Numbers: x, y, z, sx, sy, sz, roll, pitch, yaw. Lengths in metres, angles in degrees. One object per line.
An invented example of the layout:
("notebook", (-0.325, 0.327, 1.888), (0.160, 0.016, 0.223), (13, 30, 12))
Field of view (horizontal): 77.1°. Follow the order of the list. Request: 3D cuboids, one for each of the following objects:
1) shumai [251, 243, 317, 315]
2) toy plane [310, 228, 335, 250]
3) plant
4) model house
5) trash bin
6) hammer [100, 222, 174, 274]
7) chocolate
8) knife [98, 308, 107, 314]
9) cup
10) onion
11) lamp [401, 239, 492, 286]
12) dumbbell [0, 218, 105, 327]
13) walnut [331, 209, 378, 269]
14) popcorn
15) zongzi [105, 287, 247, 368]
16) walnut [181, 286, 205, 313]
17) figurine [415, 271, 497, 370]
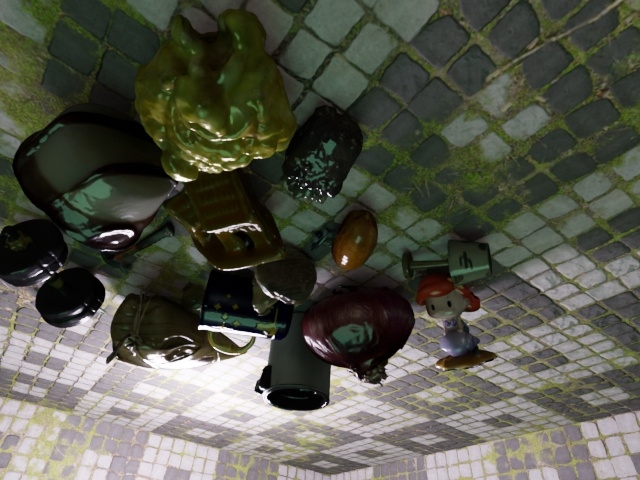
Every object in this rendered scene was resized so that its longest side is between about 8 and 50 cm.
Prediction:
("shumai", (-0.119, 0.108, 1.091), (0.209, 0.162, 0.153), (7, 147, -47))
("toy plane", (0.000, 0.000, 1.055), (0.078, 0.031, 0.083), (29, 133, -25))
("plant", (-0.007, -0.158, 0.800), (0.129, 0.132, 0.194), (24, 131, -17))
("model house", (-0.235, -0.061, 0.900), (0.267, 0.174, 0.239), (-13, 137, 16))
("trash bin", (-0.068, 0.407, 1.354), (0.277, 0.263, 0.217), (24, 135, -22))
("hammer", (-0.506, 0.017, 1.124), (0.287, 0.033, 0.111), (-23, 133, 27))
("chocolate", (-0.404, -0.138, 0.786), (0.186, 0.284, 0.283), (-34, 128, 13))
("knife", (-0.817, 0.204, 1.382), (0.030, 0.014, 0.207), (-12, 138, 19))
("cup", (-0.228, 0.221, 1.226), (0.256, 0.179, 0.255), (13, 142, -12))
("onion", (0.116, 0.288, 1.185), (0.347, 0.286, 0.348), (-11, 151, -6))
("lamp", (0.321, 0.058, 1.029), (0.214, 0.121, 0.121), (-6, 139, 26))
("dumbbell", (-0.755, 0.100, 1.127), (0.184, 0.185, 0.389), (0, 139, 5))
("walnut", (0.084, -0.003, 0.982), (0.115, 0.116, 0.207), (9, 144, -5))
("popcorn", (-0.182, -0.230, 0.665), (0.249, 0.235, 0.242), (-21, 111, 1))
("zongzi", (-0.399, 0.290, 1.261), (0.466, 0.219, 0.500), (9, 159, -22))
("walnut", (-0.396, 0.189, 1.275), (0.092, 0.092, 0.092), (3, 139, 2))
("figurine", (0.372, 0.215, 1.139), (0.208, 0.257, 0.181), (-10, 172, -23))
